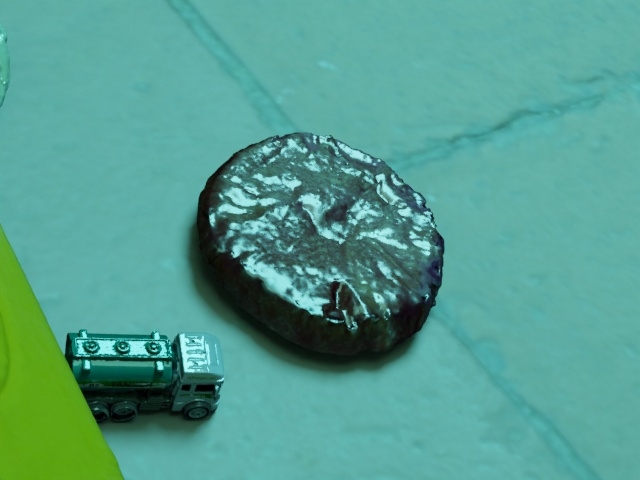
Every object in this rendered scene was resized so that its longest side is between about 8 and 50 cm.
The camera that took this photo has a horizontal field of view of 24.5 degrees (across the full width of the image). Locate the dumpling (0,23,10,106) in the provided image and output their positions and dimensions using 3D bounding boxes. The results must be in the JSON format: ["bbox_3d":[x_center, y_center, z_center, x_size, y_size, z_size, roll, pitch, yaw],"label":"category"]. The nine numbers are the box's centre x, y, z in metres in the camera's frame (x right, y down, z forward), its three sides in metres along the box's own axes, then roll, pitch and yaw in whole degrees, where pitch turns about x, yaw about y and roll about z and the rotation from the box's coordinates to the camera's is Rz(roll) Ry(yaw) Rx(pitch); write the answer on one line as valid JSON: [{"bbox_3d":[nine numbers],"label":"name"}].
[{"bbox_3d":[-0.209,-0.097,0.837,0.057,0.052,0.076,11,43,6],"label":"dumpling"}]

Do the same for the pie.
[{"bbox_3d":[0.000,0.000,0.842,0.154,0.036,0.154,11,47,-12],"label":"pie"}]

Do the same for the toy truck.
[{"bbox_3d":[-0.089,0.065,0.744,0.083,0.044,0.039,2,52,-19],"label":"toy truck"}]

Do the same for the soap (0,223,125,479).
[{"bbox_3d":[-0.212,0.019,0.634,0.324,0.096,0.204,58,14,29],"label":"soap"}]
